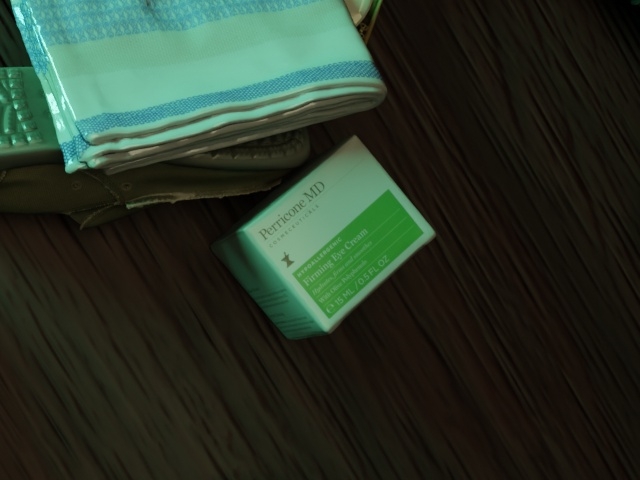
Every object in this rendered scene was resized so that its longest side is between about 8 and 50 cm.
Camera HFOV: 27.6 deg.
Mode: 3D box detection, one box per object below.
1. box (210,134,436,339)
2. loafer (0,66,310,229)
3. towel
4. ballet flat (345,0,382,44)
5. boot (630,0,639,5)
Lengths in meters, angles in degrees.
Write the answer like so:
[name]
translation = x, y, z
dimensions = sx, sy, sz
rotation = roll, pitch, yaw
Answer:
[box]
translation = 0.000, 0.000, 0.851
dimensions = 0.101, 0.102, 0.087
rotation = -41, 96, -17
[loafer]
translation = -0.132, -0.061, 0.828
dimensions = 0.251, 0.087, 0.094
rotation = 0, 54, -18
[towel]
translation = -0.098, -0.179, 0.822
dimensions = 0.209, 0.034, 0.285
rotation = -15, 66, -21
[ballet flat]
translation = 0.032, -0.208, 0.900
dimensions = 0.080, 0.073, 0.232
rotation = 19, 78, -17
[boot]
translation = 0.289, -0.128, 0.950
dimensions = 0.378, 0.138, 0.284
rotation = 8, 81, -23
